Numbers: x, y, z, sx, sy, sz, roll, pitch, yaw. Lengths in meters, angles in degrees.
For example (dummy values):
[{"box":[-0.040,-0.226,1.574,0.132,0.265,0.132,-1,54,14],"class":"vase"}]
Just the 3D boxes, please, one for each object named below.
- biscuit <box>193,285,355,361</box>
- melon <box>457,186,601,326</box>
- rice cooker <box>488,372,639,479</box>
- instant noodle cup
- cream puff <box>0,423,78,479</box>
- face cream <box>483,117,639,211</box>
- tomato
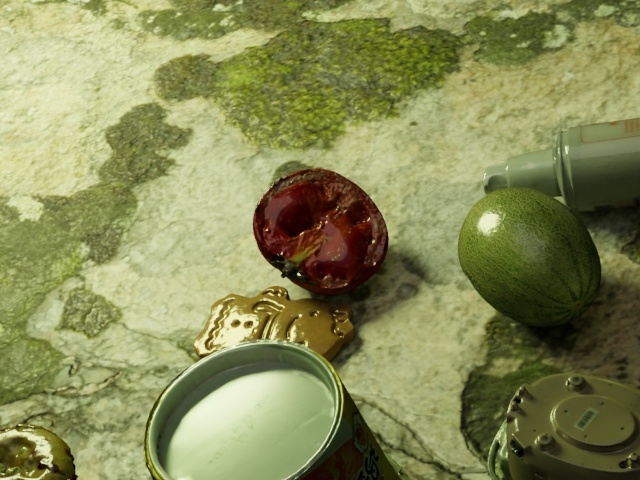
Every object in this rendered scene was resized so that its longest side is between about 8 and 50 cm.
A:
[{"box":[-0.056,0.107,2.063,0.184,0.027,0.133,15,52,32],"class":"biscuit"},{"box":[0.224,0.015,1.966,0.139,0.139,0.192,-32,48,-12],"class":"melon"},{"box":[0.267,0.208,1.764,0.206,0.127,0.145,18,54,24],"class":"rice cooker"},{"box":[-0.049,0.235,1.803,0.264,0.200,0.264,-12,42,11],"class":"instant noodle cup"},{"box":[-0.329,0.270,1.960,0.149,0.084,0.149,-7,43,7],"class":"cream puff"},{"box":[0.311,-0.083,2.061,0.251,0.101,0.101,-7,44,15],"class":"face cream"},{"box":[0.000,0.000,2.107,0.159,0.091,0.139,33,71,11],"class":"tomato"}]
